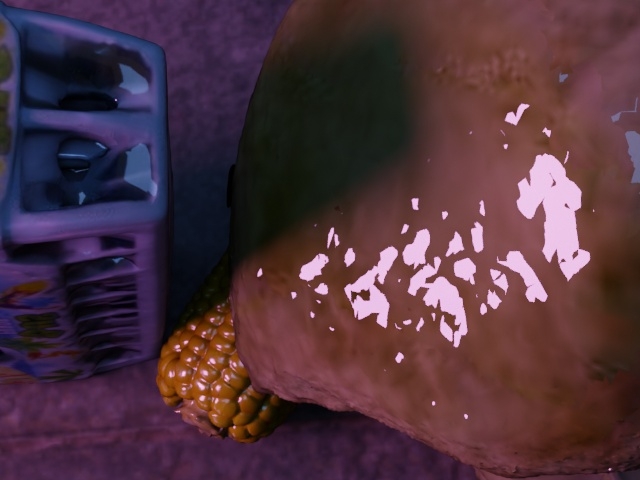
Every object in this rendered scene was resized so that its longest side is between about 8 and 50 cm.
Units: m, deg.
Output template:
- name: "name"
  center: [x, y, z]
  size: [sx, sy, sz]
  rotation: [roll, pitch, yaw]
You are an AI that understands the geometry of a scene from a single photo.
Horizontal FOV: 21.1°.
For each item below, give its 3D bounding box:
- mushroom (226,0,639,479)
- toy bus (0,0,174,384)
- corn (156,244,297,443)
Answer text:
- name: "mushroom"
  center: [0.068, -0.008, 0.750]
  size: [0.217, 0.212, 0.292]
  rotation: [6, 110, -4]
- name: "toy bus"
  center: [-0.134, -0.007, 0.768]
  size: [0.135, 0.330, 0.109]
  rotation: [1, 76, -5]
- name: "corn"
  center: [0.000, 0.000, 0.881]
  size: [0.080, 0.080, 0.231]
  rotation: [33, 81, 12]
